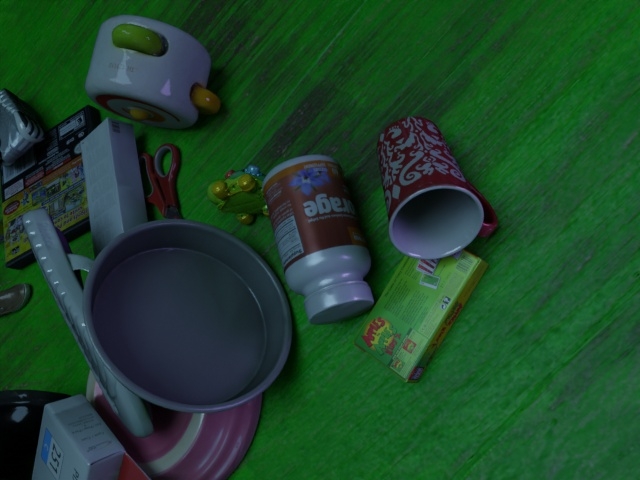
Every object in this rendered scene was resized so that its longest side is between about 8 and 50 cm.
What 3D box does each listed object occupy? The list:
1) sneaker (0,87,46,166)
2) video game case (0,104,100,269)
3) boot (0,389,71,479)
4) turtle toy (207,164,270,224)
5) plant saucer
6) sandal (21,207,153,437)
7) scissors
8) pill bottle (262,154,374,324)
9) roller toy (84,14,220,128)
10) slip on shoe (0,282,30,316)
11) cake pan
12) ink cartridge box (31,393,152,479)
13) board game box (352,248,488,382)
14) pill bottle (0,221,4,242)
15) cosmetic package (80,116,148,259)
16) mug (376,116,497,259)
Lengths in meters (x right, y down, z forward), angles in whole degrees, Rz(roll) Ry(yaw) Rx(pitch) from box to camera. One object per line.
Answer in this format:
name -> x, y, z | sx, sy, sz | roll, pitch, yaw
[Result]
sneaker -> -0.658, -0.227, 1.262 | 0.132, 0.086, 0.228 | -48, 43, 1
video game case -> -0.539, -0.105, 1.223 | 0.274, 0.035, 0.248 | -24, 67, 21
boot -> -0.542, 0.415, 1.034 | 0.348, 0.131, 0.260 | -31, 57, 31
turtle toy -> -0.125, -0.076, 0.958 | 0.130, 0.095, 0.066 | -10, 51, 26
plant saucer -> -0.248, 0.233, 0.947 | 0.332, 0.084, 0.332 | -8, 73, 28
sandal -> -0.332, 0.095, 0.913 | 0.102, 0.169, 0.416 | -26, 65, -26
scissors -> -0.265, -0.041, 1.065 | 0.109, 0.021, 0.297 | -28, 67, 20
pill bottle -> 0.000, 0.000, 0.843 | 0.121, 0.121, 0.216 | -26, 67, 22
roller toy -> -0.290, -0.274, 1.036 | 0.191, 0.209, 0.146 | 7, 81, 44
slip on shoe -> -0.638, 0.122, 1.217 | 0.135, 0.041, 0.051 | -21, 68, 23
cake pan -> -0.181, 0.104, 0.847 | 0.054, 0.293, 0.293 | -49, 55, 45
ink cartridge box -> -0.341, 0.425, 0.903 | 0.261, 0.066, 0.296 | 33, 116, 32
board game box -> 0.130, 0.084, 0.794 | 0.092, 0.043, 0.181 | 33, 94, 32
pill bottle -> -0.696, -0.025, 1.262 | 0.043, 0.083, 0.043 | -8, 74, 28
cosmetic package -> -0.370, -0.090, 1.094 | 0.099, 0.060, 0.239 | -25, 69, 33
mug -> 0.138, -0.064, 0.780 | 0.113, 0.150, 0.169 | -31, 39, 20
